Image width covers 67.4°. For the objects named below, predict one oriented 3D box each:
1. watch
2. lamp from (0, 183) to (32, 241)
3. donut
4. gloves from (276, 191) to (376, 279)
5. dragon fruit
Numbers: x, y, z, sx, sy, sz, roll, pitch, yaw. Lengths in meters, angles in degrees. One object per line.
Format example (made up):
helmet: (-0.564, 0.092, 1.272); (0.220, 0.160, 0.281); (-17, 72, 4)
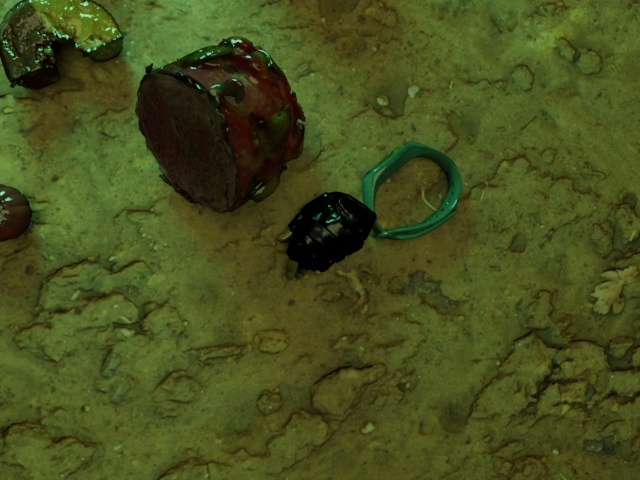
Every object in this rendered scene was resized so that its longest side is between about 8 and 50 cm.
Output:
watch: (0.192, -0.101, 1.044); (0.237, 0.068, 0.195); (-38, 99, -12)
lamp: (-0.592, -0.051, 0.884); (0.107, 0.092, 0.108); (0, 90, -10)
donut: (-0.488, -0.378, 0.905); (0.217, 0.085, 0.141); (-24, 94, -10)
gloves: (0.000, 0.000, 0.988); (0.164, 0.124, 0.203); (31, 79, 12)
dragon fruit: (-0.144, -0.222, 0.891); (0.263, 0.314, 0.296); (-40, 127, -35)
